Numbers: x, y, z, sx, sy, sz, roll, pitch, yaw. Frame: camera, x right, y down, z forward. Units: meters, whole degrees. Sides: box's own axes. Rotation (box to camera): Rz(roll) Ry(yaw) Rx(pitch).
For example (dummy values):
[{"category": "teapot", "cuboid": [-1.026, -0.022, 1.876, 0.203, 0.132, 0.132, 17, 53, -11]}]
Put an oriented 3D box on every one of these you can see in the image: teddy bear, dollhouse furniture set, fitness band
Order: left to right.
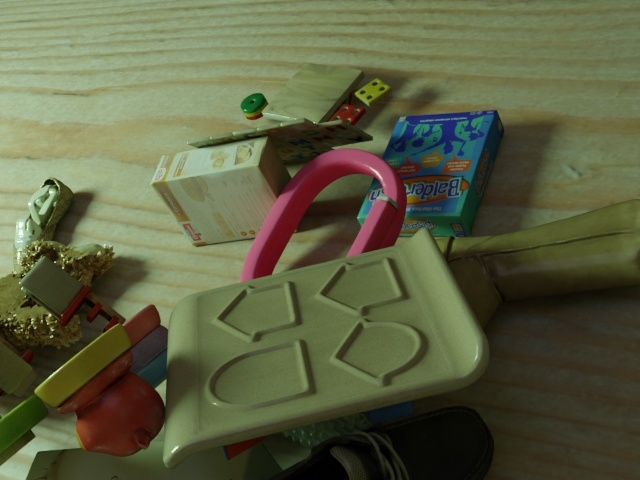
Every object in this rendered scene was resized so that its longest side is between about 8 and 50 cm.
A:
[{"category": "dollhouse furniture set", "cuboid": [-0.388, 0.160, 1.315, 0.259, 0.135, 0.262, -51, 5, -16]}, {"category": "teddy bear", "cuboid": [-0.452, 0.118, 1.580, 0.245, 0.113, 0.338, -6, 38, 18]}, {"category": "fitness band", "cuboid": [0.000, 0.000, 1.412, 0.209, 0.054, 0.291, 17, 72, 43]}]

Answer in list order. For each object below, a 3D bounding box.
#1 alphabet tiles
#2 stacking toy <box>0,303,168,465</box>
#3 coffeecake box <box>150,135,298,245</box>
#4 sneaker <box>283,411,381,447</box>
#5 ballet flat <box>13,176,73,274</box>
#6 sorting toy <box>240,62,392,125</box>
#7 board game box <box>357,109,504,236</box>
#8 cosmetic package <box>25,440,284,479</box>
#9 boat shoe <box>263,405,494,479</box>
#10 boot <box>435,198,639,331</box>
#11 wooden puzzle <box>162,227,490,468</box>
[{"category": "alphabet tiles", "cuboid": [-0.050, -0.148, 1.553, 0.237, 0.198, 0.009, -7, 80, 24]}, {"category": "stacking toy", "cuboid": [-0.285, 0.219, 1.252, 0.279, 0.130, 0.309, -39, 1, 8]}, {"category": "coffeecake box", "cuboid": [-0.139, -0.071, 1.543, 0.185, 0.142, 0.068, -8, 44, 24]}, {"category": "sneaker", "cuboid": [-0.039, 0.162, 1.273, 0.293, 0.102, 0.146, 7, 52, 36]}, {"category": "ballet flat", "cuboid": [-0.494, -0.030, 1.770, 0.073, 0.067, 0.206, -9, 44, 22]}, {"category": "sorting toy", "cuboid": [0.000, -0.231, 1.701, 0.274, 0.046, 0.132, 15, 57, 41]}, {"category": "board game box", "cuboid": [0.161, -0.097, 1.465, 0.160, 0.047, 0.210, -1, 49, 30]}, {"category": "cosmetic package", "cuboid": [-0.205, 0.329, 1.193, 0.309, 0.113, 0.160, -9, 44, 21]}, {"category": "boat shoe", "cuboid": [0.040, 0.264, 1.035, 0.355, 0.130, 0.132, -26, 61, -24]}, {"category": "boot", "cuboid": [0.263, 0.054, 1.219, 0.270, 0.089, 0.236, -10, 44, 21]}, {"category": "wooden puzzle", "cuboid": [-0.005, 0.124, 1.152, 0.348, 0.080, 0.322, -18, 25, 1]}]
